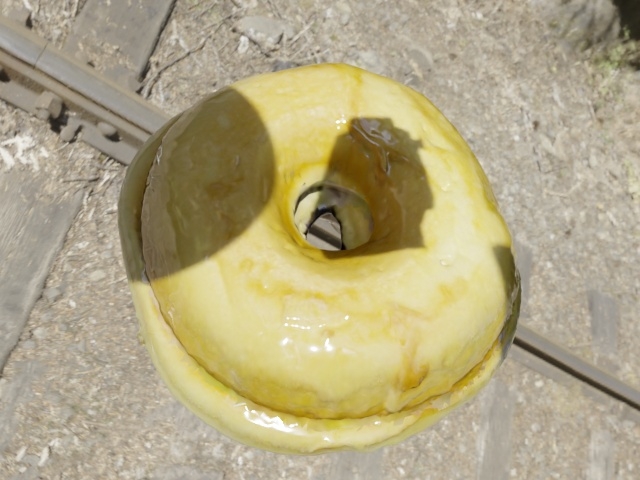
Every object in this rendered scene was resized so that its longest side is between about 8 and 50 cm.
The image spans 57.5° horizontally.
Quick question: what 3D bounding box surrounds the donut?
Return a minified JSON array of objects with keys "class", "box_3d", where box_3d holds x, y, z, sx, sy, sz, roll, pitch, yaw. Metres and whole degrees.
[{"class":"donut","box_3d":[0.000,0.000,0.627,0.449,0.198,0.449,4,61,-7]}]
